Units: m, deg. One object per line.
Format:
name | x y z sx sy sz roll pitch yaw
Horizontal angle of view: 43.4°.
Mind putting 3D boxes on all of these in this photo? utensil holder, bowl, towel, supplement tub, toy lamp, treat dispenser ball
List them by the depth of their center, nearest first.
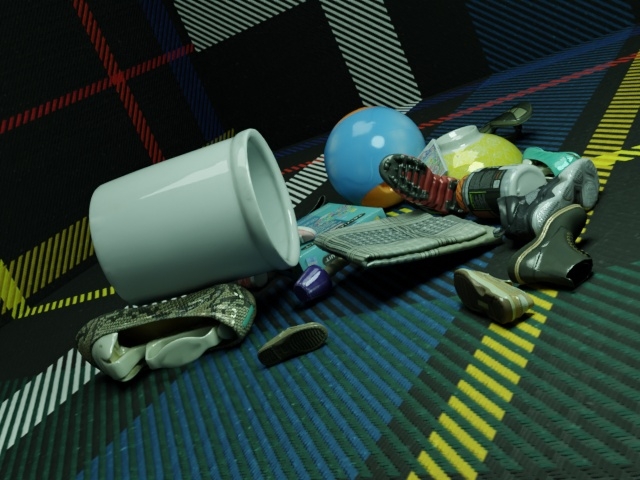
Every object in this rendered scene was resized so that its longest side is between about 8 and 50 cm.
towel | 0.182 -0.012 1.729 0.324 0.056 0.312 -10 10 -17
supplement tub | 0.392 -0.106 1.764 0.117 0.117 0.190 -32 17 -25
toy lamp | 0.045 0.054 1.844 0.275 0.080 0.080 -36 18 -37
utensil holder | -0.282 -0.044 1.848 0.386 0.327 0.327 -16 16 12
bowl | 0.370 -0.199 2.054 0.290 0.156 0.289 -23 15 7
treat dispenser ball | 0.154 -0.231 2.255 0.288 0.288 0.288 -23 15 6

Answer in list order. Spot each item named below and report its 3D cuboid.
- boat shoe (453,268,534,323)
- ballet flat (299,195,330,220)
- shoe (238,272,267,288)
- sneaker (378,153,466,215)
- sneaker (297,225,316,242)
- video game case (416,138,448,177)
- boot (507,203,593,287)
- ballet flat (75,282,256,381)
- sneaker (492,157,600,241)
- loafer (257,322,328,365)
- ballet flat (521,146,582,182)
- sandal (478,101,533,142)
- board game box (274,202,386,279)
boat shoe | 0.294 0.090 1.365 0.072 0.068 0.190 -16 22 -15
ballet flat | -0.026 -0.086 2.500 0.058 0.049 0.173 -15 18 37
shoe | -0.185 0.040 2.100 0.064 0.177 0.081 3 -11 -42
sneaker | 0.223 -0.128 1.879 0.276 0.097 0.135 20 -6 -36
sneaker | -0.079 0.005 1.976 0.134 0.051 0.070 0 60 13
video game case | 0.275 -0.184 2.006 0.087 0.011 0.122 -53 35 35
boot | 0.436 0.015 1.387 0.198 0.077 0.137 -45 26 -21
ballet flat | -0.372 0.225 1.797 0.483 0.164 0.182 -17 30 18
sneaker | 0.447 -0.081 1.614 0.153 0.101 0.268 -5 26 46
loafer | -0.055 0.193 1.557 0.148 0.056 0.050 -22 21 11
ballet flat | 0.514 -0.166 1.865 0.087 0.083 0.247 -40 14 -4
sandal | 0.551 -0.333 2.394 0.120 0.086 0.303 -34 2 -13
board game box | 0.000 0.000 2.097 0.254 0.079 0.336 -31 16 -17
